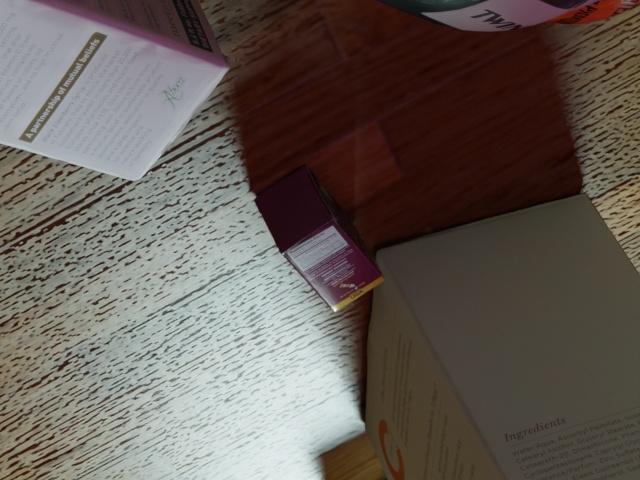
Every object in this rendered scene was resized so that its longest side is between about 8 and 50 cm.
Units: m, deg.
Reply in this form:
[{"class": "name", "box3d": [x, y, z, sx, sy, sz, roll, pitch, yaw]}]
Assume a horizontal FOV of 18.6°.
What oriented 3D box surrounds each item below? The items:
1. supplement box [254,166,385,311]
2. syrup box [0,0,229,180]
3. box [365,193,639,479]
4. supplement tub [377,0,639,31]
[{"class": "supplement box", "box3d": [0.000, 0.000, 1.274, 0.043, 0.055, 0.083, -32, 140, 7]}, {"class": "syrup box", "box3d": [-0.175, -0.119, 1.013, 0.237, 0.093, 0.096, 17, 125, -40]}, {"class": "box", "box3d": [0.171, 0.173, 1.331, 0.168, 0.345, 0.215, -15, 140, -15]}, {"class": "supplement tub", "box3d": [0.037, -0.219, 0.916, 0.338, 0.207, 0.207, 14, 126, -47]}]
